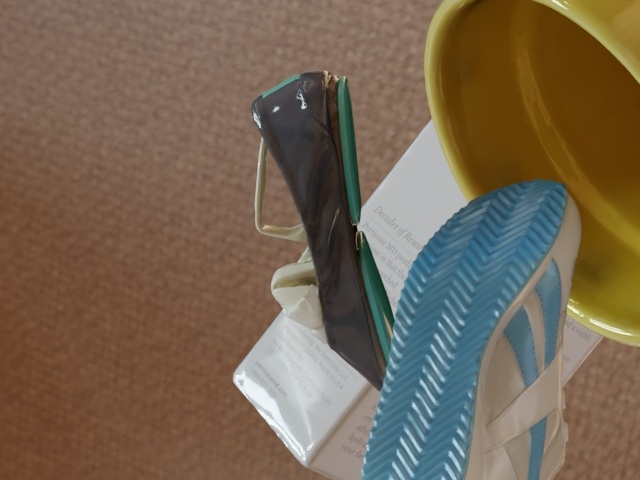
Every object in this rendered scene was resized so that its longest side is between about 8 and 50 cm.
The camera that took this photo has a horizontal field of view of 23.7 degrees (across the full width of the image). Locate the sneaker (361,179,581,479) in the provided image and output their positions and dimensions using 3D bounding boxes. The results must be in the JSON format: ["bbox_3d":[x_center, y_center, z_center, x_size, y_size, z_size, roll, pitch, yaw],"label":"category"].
[{"bbox_3d":[0.092,0.070,0.827,0.087,0.229,0.092,-2,146,41],"label":"sneaker"}]

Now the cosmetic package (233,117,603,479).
[{"bbox_3d":[0.153,0.035,1.472,0.453,0.230,0.161,-51,43,5],"label":"cosmetic package"}]

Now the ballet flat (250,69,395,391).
[{"bbox_3d":[0.000,0.000,0.893,0.074,0.074,0.203,0,114,30],"label":"ballet flat"}]

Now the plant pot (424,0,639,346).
[{"bbox_3d":[0.233,-0.100,0.948,0.254,0.239,0.254,45,156,27],"label":"plant pot"}]
